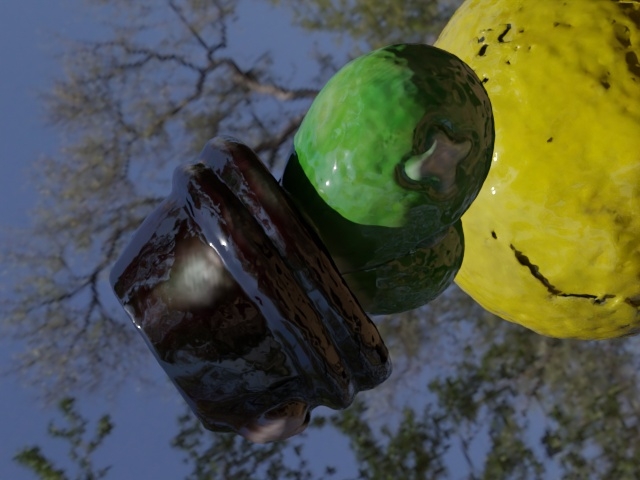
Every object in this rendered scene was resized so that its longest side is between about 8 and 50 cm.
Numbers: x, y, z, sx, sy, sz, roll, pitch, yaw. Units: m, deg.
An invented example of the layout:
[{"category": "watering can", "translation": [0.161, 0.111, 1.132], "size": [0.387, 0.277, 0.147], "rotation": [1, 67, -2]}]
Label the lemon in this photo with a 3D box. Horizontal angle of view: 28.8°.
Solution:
[{"category": "lemon", "translation": [0.239, -0.088, 1.118], "size": [0.350, 0.350, 0.387], "rotation": [51, -178, -10]}]

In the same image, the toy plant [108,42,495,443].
[{"category": "toy plant", "translation": [0.000, 0.000, 0.734], "size": [0.175, 0.235, 0.218], "rotation": [53, 173, 23]}]
